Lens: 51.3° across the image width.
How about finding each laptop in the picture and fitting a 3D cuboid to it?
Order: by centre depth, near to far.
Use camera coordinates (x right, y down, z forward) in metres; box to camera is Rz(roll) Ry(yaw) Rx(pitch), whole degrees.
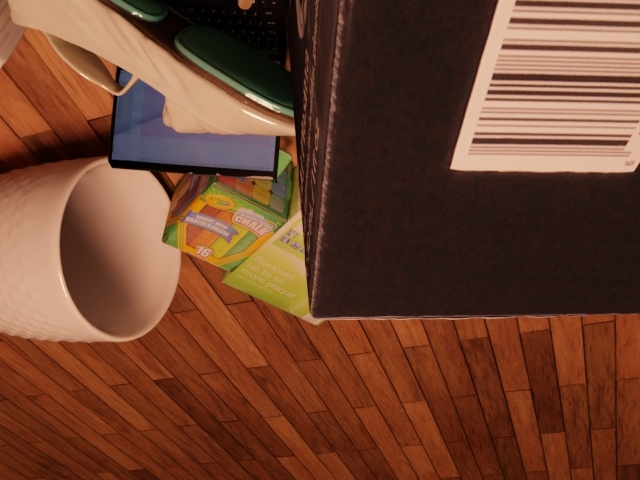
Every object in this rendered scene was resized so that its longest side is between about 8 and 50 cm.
[{"bbox_3d":[-0.163,-0.224,0.844,0.234,0.137,0.264,4,140,-1],"label":"laptop"}]

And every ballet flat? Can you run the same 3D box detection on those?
[{"bbox_3d":[-0.186,-0.209,0.782,0.400,0.139,0.139,32,135,-4],"label":"ballet flat"}]

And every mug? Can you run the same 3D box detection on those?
[{"bbox_3d":[-0.414,0.027,1.090,0.327,0.277,0.374,-3,170,24],"label":"mug"}]

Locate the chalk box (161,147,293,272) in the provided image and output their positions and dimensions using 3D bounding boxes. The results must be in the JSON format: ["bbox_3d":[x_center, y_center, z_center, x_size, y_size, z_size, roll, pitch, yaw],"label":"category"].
[{"bbox_3d":[-0.128,-0.072,1.022,0.132,0.132,0.213,27,135,-25],"label":"chalk box"}]

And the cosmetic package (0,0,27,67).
[{"bbox_3d":[-0.468,-0.279,0.791,0.151,0.152,0.183,-26,131,29],"label":"cosmetic package"}]

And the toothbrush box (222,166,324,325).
[{"bbox_3d":[0.000,0.000,1.107,0.206,0.122,0.283,28,133,-26],"label":"toothbrush box"}]

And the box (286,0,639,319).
[{"bbox_3d":[0.127,-0.265,0.499,0.297,0.472,0.480,0,140,-5],"label":"box"}]

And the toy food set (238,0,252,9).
[{"bbox_3d":[-0.150,-0.328,0.722,0.191,0.039,0.132,5,132,-27],"label":"toy food set"}]
